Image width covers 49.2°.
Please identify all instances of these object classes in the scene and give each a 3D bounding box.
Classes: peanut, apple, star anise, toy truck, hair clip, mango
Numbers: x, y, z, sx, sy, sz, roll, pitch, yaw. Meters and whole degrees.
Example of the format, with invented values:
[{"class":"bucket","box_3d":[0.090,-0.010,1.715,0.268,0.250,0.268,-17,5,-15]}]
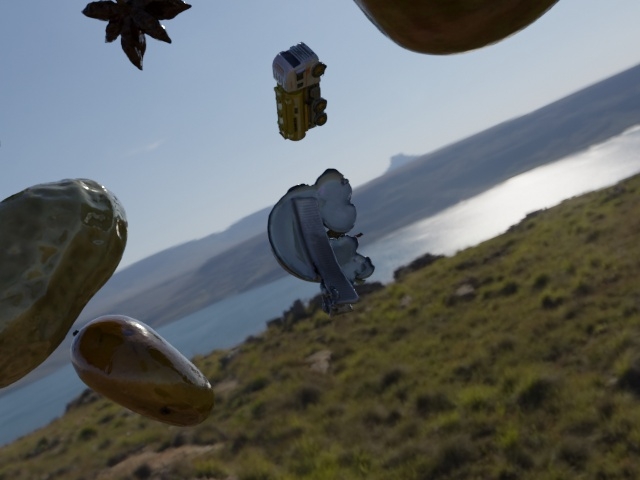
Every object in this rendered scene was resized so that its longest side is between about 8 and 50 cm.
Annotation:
[{"class":"peanut","box_3d":[-0.317,0.049,0.721,0.147,0.147,0.306,-21,33,49]},{"class":"apple","box_3d":[0.155,-0.395,0.812,0.339,0.340,0.339,-24,3,1]},{"class":"star anise","box_3d":[-0.363,-0.449,1.390,0.212,0.196,0.111,-22,-4,-4]},{"class":"toy truck","box_3d":[-0.053,-0.344,1.650,0.114,0.098,0.227,-26,-37,-20]},{"class":"hair clip","box_3d":[0.000,0.000,0.776,0.116,0.172,0.049,-6,-25,-30]},{"class":"mango","box_3d":[-0.200,0.143,0.771,0.090,0.178,0.115,-58,-29,-9]}]

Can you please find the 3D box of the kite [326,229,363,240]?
[{"class":"kite","box_3d":[0.031,0.001,1.209,0.090,0.004,0.122,-12,-39,11]}]
